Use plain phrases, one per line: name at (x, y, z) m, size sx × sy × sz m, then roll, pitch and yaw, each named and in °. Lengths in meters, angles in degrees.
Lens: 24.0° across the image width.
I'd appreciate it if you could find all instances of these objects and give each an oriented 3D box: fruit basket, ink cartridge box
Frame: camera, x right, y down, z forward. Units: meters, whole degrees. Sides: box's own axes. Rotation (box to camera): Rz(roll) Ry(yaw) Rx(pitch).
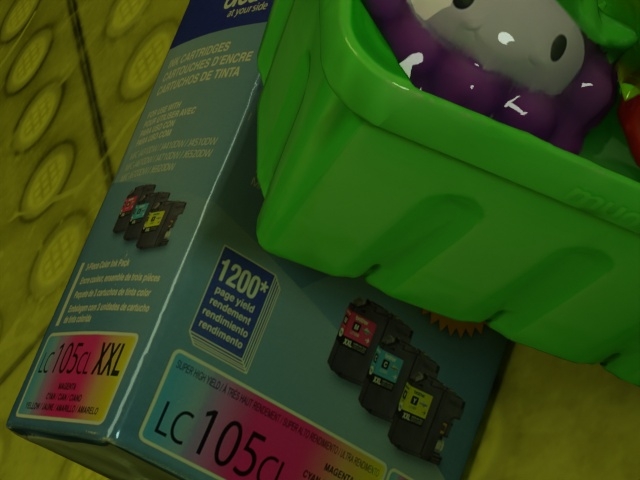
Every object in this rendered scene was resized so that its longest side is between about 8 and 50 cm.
fruit basket at (0.174, -0.130, 0.786) m, size 0.392 × 0.392 × 0.283 m, roll -37°, pitch 37°, yaw 31°
ink cartridge box at (0.000, 0.000, 1.008) m, size 0.151 × 0.270 × 0.395 m, roll -5°, pitch 59°, yaw 51°
